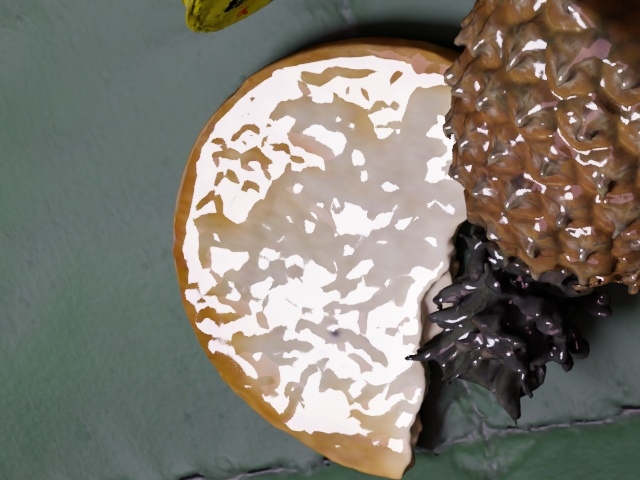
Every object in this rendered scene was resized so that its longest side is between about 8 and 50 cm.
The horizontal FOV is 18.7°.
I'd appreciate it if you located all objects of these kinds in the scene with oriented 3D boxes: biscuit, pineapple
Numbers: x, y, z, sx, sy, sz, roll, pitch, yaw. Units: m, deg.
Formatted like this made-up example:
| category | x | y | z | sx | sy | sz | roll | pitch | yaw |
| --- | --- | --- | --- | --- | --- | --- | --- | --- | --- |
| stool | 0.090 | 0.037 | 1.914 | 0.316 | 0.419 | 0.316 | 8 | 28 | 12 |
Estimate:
| category | x | y | z | sx | sy | sz | roll | pitch | yaw |
| --- | --- | --- | --- | --- | --- | --- | --- | --- | --- |
| biscuit | 0.000 | 0.000 | 1.297 | 0.205 | 0.040 | 0.309 | 16 | 116 | 15 |
| pineapple | 0.150 | -0.042 | 1.155 | 0.202 | 0.202 | 0.362 | 30 | 134 | 8 |

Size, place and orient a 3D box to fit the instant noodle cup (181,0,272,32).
| category | x | y | z | sx | sy | sz | roll | pitch | yaw |
| --- | --- | --- | --- | --- | --- | --- | --- | --- | --- |
| instant noodle cup | -0.055 | -0.237 | 1.152 | 0.144 | 0.182 | 0.182 | 49 | 120 | 8 |
